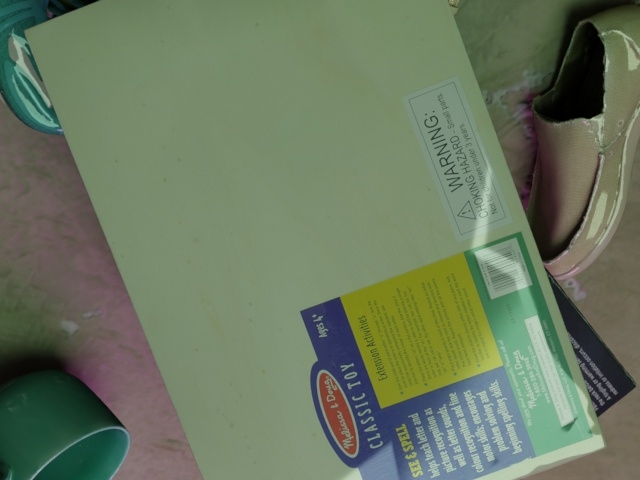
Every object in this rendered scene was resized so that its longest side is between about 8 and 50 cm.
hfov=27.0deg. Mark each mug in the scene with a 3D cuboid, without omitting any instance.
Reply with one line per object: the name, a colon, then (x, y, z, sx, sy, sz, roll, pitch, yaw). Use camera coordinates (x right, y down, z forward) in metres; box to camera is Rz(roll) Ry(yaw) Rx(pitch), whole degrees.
mug: (-0.246, 0.170, 1.140, 0.129, 0.097, 0.157, -43, 157, -9)

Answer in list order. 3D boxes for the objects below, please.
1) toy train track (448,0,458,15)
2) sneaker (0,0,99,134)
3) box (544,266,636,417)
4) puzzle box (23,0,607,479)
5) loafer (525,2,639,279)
toy train track: (0.126, -0.228, 1.130, 0.048, 0.014, 0.083, 10, 116, -30)
sneaker: (-0.181, -0.194, 0.946, 0.107, 0.110, 0.275, -2, 122, -24)
box: (0.043, 0.087, 1.119, 0.294, 0.296, 0.183, -40, 129, 4)
puzzle box: (0.000, 0.000, 0.913, 0.272, 0.052, 0.408, -20, 97, 2)
loafer: (0.234, -0.093, 1.221, 0.092, 0.102, 0.268, 8, 108, -27)
